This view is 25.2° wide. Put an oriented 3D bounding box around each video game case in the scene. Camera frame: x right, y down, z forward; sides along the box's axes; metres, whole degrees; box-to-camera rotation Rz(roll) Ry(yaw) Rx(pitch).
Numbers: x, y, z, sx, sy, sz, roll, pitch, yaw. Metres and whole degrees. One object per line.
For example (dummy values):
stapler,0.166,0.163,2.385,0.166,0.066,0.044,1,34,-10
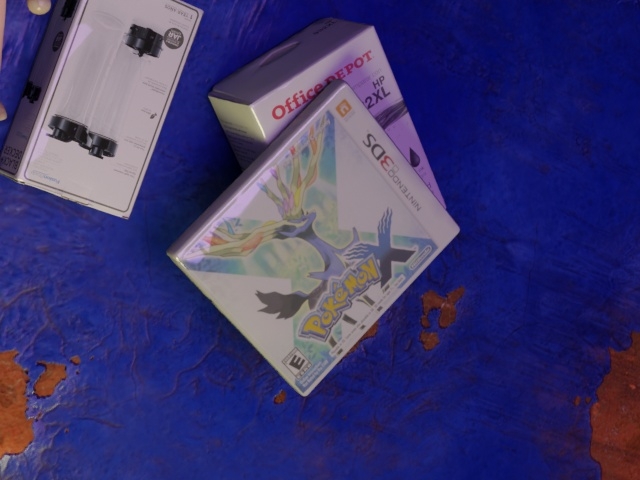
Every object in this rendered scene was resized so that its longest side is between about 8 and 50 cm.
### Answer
video game case,0.000,0.000,1.931,0.329,0.036,0.300,-46,120,-10

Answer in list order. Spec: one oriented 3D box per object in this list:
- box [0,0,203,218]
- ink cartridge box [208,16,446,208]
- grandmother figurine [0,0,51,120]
box,-0.283,-0.191,1.823,0.169,0.087,0.289,19,90,-35
ink cartridge box,0.014,-0.124,2.007,0.223,0.129,0.307,-35,118,-20
grandmother figurine,-0.416,-0.318,1.669,0.208,0.104,0.342,9,106,-17
